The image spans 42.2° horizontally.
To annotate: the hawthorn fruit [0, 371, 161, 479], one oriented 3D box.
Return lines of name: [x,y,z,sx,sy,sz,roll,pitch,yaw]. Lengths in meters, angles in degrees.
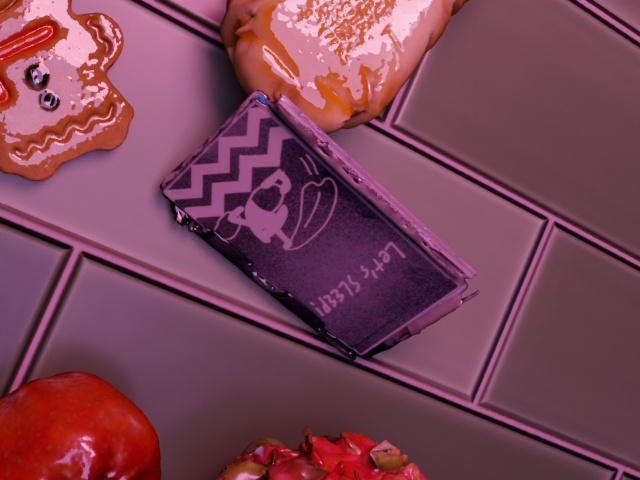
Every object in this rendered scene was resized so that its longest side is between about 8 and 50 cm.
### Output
hawthorn fruit: [-0.198,0.190,0.655,0.157,0.194,0.157,-4,97,-31]

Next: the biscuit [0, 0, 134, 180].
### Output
biscuit: [-0.250,-0.165,0.683,0.166,0.036,0.226,-26,103,-15]

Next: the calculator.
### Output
calculator: [0.000,0.000,0.746,0.274,0.028,0.165,42,122,-19]

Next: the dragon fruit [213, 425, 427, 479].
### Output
dragon fruit: [-0.024,0.301,0.713,0.302,0.231,0.237,-30,111,1]

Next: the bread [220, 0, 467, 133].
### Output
bread: [0.040,-0.235,0.736,0.173,0.121,0.311,42,82,-16]
